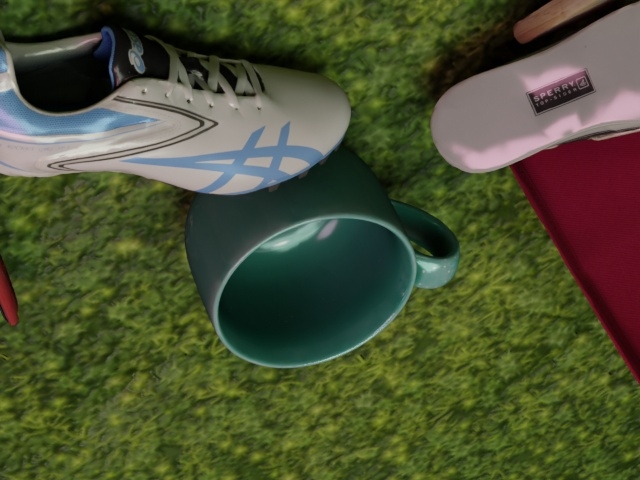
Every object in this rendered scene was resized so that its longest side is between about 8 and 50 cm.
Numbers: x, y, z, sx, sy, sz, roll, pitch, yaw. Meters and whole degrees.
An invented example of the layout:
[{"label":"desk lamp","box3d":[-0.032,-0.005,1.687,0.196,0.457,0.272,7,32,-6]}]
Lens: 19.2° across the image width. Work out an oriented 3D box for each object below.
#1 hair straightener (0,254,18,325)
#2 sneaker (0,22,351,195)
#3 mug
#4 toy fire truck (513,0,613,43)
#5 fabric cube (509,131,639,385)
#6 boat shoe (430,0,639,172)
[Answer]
[{"label":"hair straightener","box3d":[-0.239,-0.024,1.067,0.089,0.047,0.230,-18,138,-8]},{"label":"sneaker","box3d":[-0.086,-0.078,1.058,0.237,0.085,0.086,-1,138,-26]},{"label":"mug","box3d":[-0.009,0.004,1.168,0.129,0.097,0.158,-43,136,19]},{"label":"toy fire truck","box3d":[0.128,-0.186,1.025,0.217,0.158,0.246,-10,126,-16]},{"label":"fabric cube","box3d":[0.315,0.000,1.204,0.259,0.254,0.258,-36,135,13]},{"label":"boat shoe","box3d":[0.174,-0.100,1.137,0.219,0.078,0.070,-15,-175,23]}]
